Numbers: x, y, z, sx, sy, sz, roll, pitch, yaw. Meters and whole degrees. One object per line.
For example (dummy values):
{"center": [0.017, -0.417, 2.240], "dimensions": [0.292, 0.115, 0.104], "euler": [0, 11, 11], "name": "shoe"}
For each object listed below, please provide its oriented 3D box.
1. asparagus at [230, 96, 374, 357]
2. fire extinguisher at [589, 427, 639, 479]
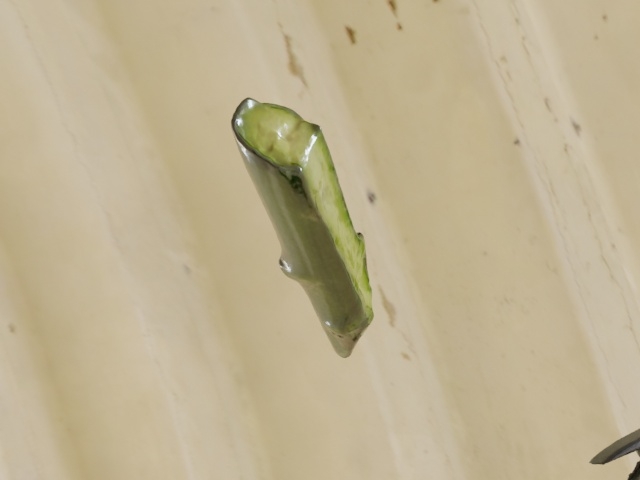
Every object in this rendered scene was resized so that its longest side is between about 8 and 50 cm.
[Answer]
{"center": [-0.001, 0.001, 0.346], "dimensions": [0.021, 0.108, 0.025], "euler": [3, -128, 20], "name": "asparagus"}
{"center": [0.293, 0.225, 0.867], "dimensions": [0.105, 0.269, 0.105], "euler": [-32, -162, 12], "name": "fire extinguisher"}
